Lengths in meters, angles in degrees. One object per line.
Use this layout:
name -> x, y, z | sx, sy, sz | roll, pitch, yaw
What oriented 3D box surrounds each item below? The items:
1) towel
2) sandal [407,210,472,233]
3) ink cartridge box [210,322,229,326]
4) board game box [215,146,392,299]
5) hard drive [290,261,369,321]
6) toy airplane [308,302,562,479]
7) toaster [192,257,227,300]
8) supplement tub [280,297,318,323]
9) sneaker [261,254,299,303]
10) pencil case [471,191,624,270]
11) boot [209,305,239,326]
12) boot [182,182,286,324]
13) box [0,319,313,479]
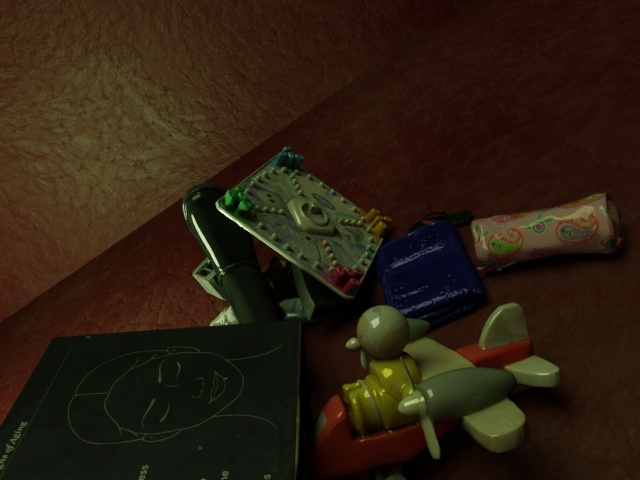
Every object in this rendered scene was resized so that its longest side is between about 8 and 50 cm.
towel -> 0.238, 0.075, 1.186 | 0.227, 0.076, 0.308 | -29, 28, 15
sandal -> 0.311, -0.055, 1.343 | 0.179, 0.040, 0.067 | -15, 34, 36
ink cartridge box -> -0.354, 0.316, 1.296 | 0.239, 0.060, 0.275 | -2, 32, 49
board game box -> -0.016, -0.070, 1.317 | 0.050, 0.390, 0.390 | -55, 0, 33
hard drive -> 0.017, 0.081, 1.309 | 0.172, 0.054, 0.255 | -9, 47, -9
toy airplane -> 0.174, 0.210, 0.827 | 0.386, 0.272, 0.384 | -28, 9, 41
toaster -> -0.333, 0.106, 1.762 | 0.168, 0.110, 0.185 | -47, 29, -21
supplement tub -> -0.053, 0.186, 1.354 | 0.107, 0.071, 0.071 | -13, 36, 39
sneaker -> -0.057, 0.099, 1.394 | 0.281, 0.162, 0.106 | -18, 32, 32
pencil case -> 0.453, -0.012, 1.037 | 0.284, 0.124, 0.124 | -14, 35, 38
boot -> -0.256, 0.244, 1.448 | 0.123, 0.095, 0.258 | -44, 5, -1
boot -> -0.180, 0.113, 1.189 | 0.146, 0.367, 0.445 | -25, 41, -2
box -> -0.254, 0.402, 0.815 | 0.471, 0.297, 0.480 | -3, 34, 2
